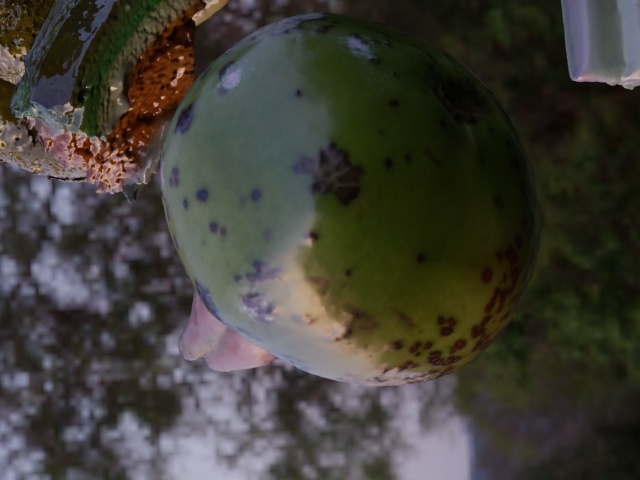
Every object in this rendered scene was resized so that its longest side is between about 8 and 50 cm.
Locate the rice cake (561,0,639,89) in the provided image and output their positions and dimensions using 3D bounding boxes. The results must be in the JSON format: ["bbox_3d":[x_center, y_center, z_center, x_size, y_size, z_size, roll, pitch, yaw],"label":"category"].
[{"bbox_3d":[0.196,-0.211,1.304,0.042,0.080,0.221,92,172,-82],"label":"rice cake"}]

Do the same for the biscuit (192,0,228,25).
[{"bbox_3d":[-0.107,-0.308,1.771,0.040,0.188,0.265,23,-88,-45],"label":"biscuit"}]

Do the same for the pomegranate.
[{"bbox_3d":[0.000,0.000,1.043,0.248,0.214,0.214,-49,24,35],"label":"pomegranate"}]

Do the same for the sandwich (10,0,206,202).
[{"bbox_3d":[-0.137,-0.133,1.433,0.160,0.109,0.184,42,-104,-40],"label":"sandwich"}]

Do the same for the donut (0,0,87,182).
[{"bbox_3d":[-0.271,-0.147,1.739,0.272,0.272,0.107,77,-145,-54],"label":"donut"}]
